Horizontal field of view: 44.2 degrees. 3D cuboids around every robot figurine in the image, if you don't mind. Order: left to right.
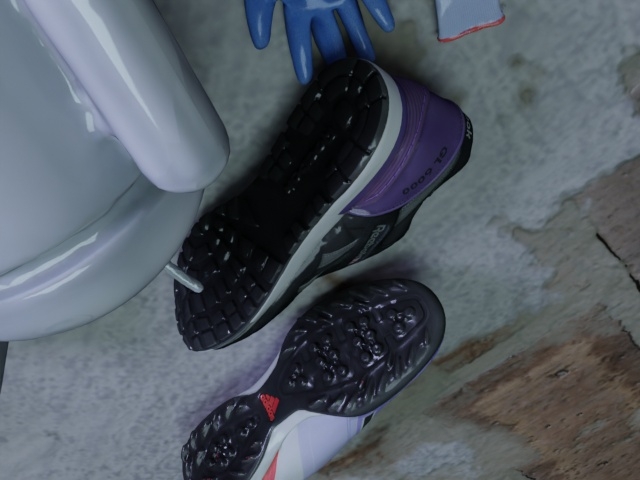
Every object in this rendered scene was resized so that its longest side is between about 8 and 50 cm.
[{"bbox_3d":[-0.184,-0.085,0.397,0.300,0.199,0.353,12,144,33],"label":"robot figurine"}]

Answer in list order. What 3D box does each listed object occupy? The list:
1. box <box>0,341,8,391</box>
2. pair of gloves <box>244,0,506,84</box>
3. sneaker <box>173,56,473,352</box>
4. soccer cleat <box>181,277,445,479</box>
[{"bbox_3d":[-0.316,0.042,0.561,0.171,0.091,0.130,4,131,-16],"label":"box"},{"bbox_3d":[0.044,-0.180,0.482,0.198,0.023,0.159,-15,134,2],"label":"pair of gloves"},{"bbox_3d":[0.000,0.000,0.586,0.124,0.107,0.283,11,138,-40],"label":"sneaker"},{"bbox_3d":[0.004,0.146,0.733,0.318,0.108,0.116,-44,146,24],"label":"soccer cleat"}]
